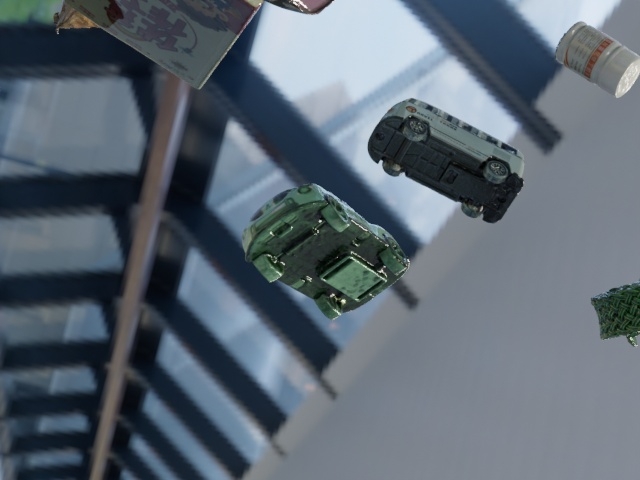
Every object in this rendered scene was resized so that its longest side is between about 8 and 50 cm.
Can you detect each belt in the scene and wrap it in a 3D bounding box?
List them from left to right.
[{"bbox_3d":[0.404,0.090,1.911,0.151,0.121,0.079,131,-59,-86],"label":"belt"}]

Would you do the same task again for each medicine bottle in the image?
[{"bbox_3d":[0.326,-0.213,1.785,0.057,0.089,0.057,-42,155,-25],"label":"medicine bottle"}]

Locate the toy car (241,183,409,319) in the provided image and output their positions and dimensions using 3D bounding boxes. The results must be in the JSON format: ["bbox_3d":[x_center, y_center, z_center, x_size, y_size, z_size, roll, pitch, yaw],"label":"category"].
[{"bbox_3d":[0.000,0.000,2.066,0.136,0.306,0.125,-37,-124,14],"label":"toy car"}]

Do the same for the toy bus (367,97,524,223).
[{"bbox_3d":[0.157,-0.107,1.887,0.087,0.194,0.089,-61,-177,43],"label":"toy bus"}]

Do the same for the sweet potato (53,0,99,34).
[{"bbox_3d":[-0.231,-0.384,1.634,0.131,0.131,0.337,136,-51,-77],"label":"sweet potato"}]

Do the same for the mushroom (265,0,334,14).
[{"bbox_3d":[-0.042,-0.327,1.692,0.188,0.117,0.141,19,77,-68],"label":"mushroom"}]

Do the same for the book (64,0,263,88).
[{"bbox_3d":[-0.151,-0.224,1.415,0.022,0.162,0.232,-58,-172,-21],"label":"book"}]
